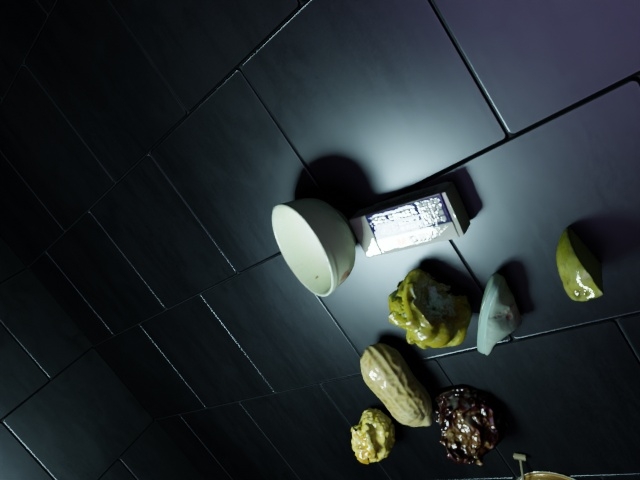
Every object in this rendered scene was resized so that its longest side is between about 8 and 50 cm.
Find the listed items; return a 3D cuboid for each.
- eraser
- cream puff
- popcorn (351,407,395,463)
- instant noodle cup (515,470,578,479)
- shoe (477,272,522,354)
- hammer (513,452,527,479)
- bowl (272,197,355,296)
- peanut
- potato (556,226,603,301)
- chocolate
[{"bbox_3d":[0.219,-0.046,1.242,0.279,0.081,0.124,-16,109,37],"label":"eraser"},{"bbox_3d":[0.278,0.204,1.312,0.221,0.195,0.194,37,131,12],"label":"cream puff"},{"bbox_3d":[0.176,0.664,1.673,0.170,0.180,0.180,11,132,-16],"label":"popcorn"},{"bbox_3d":[0.718,0.831,1.496,0.274,0.091,0.274,16,127,22],"label":"instant noodle cup"},{"bbox_3d":[0.455,0.197,1.245,0.100,0.103,0.251,14,130,25],"label":"shoe"},{"bbox_3d":[0.615,0.701,1.504,0.036,0.019,0.110,-5,100,33],"label":"hammer"},{"bbox_3d":[0.000,0.000,1.335,0.277,0.145,0.277,46,151,34],"label":"bowl"},{"bbox_3d":[0.238,0.455,1.518,0.325,0.140,0.153,54,159,-16],"label":"peanut"},{"bbox_3d":[0.542,0.059,1.072,0.120,0.149,0.081,48,126,-1],"label":"potato"},{"bbox_3d":[0.423,0.562,1.446,0.224,0.177,0.206,17,126,20],"label":"chocolate"}]
